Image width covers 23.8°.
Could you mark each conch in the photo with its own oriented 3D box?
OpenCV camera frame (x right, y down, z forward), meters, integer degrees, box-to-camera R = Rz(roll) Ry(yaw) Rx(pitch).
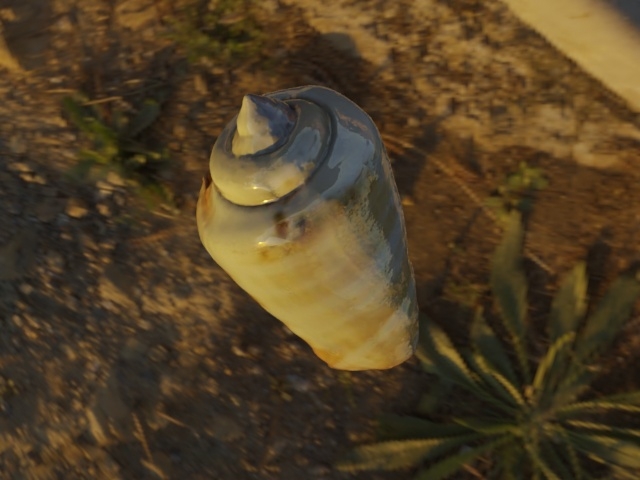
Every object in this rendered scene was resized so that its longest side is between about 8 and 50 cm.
[{"bbox_3d":[-0.001,0.004,1.105,0.158,0.127,0.255,-28,111,11],"label":"conch"}]
